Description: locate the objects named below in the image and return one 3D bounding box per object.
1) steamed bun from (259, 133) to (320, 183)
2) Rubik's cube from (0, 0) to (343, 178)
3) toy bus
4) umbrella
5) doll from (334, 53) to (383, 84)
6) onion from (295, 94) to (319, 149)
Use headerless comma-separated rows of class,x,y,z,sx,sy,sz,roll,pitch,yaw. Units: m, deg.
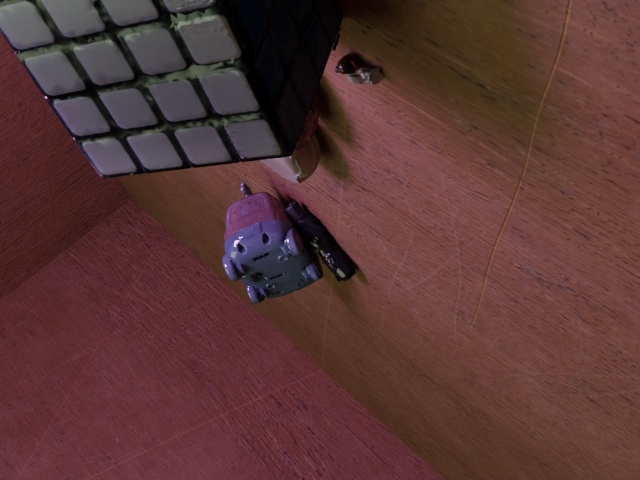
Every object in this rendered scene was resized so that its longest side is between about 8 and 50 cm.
steamed bun,-0.078,-0.205,1.948,0.183,0.106,0.183,36,170,7
Rubik's cube,-0.202,-0.331,1.362,0.343,0.344,0.337,-6,134,23
toy bus,-0.131,0.003,2.415,0.294,0.197,0.232,51,-160,-54
umbrella,0.000,0.000,2.339,0.236,0.059,0.066,53,143,-6
doll,0.061,-0.275,1.547,0.058,0.040,0.085,42,173,-23
onion,-0.063,-0.276,1.779,0.206,0.098,0.151,55,-171,-49
